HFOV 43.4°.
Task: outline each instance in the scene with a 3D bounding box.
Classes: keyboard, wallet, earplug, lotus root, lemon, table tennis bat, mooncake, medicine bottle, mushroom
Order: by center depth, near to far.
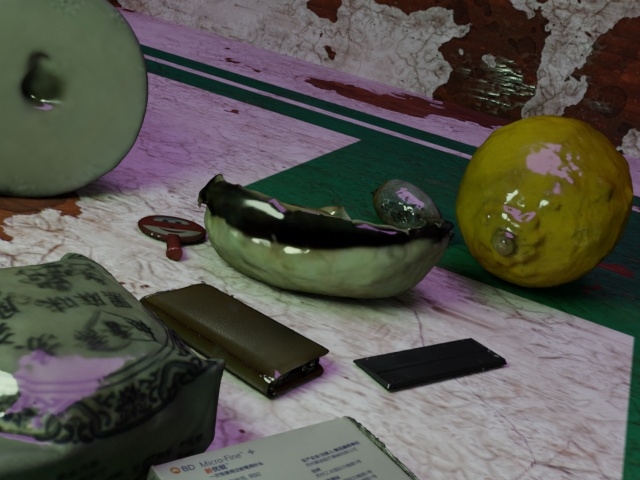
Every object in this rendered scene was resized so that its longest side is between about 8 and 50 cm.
[{"bbox_3d":[-0.011,0.211,0.617,0.201,0.052,0.171,-5,27,-40],"label":"medicine bottle"},{"bbox_3d":[-0.231,0.103,0.645,0.250,0.136,0.255,31,27,32],"label":"mooncake"},{"bbox_3d":[-0.095,0.102,0.883,0.198,0.031,0.110,25,23,30],"label":"wallet"},{"bbox_3d":[0.133,0.144,0.950,0.202,0.011,0.067,-3,24,-39],"label":"keyboard"},{"bbox_3d":[0.001,0.002,1.096,0.345,0.129,0.247,11,4,-11],"label":"mushroom"},{"bbox_3d":[-0.207,-0.008,1.129,0.098,0.019,0.154,8,18,-15],"label":"table tennis bat"},{"bbox_3d":[-0.480,-0.275,1.244,0.313,0.312,0.394,-1,23,-34],"label":"earplug"},{"bbox_3d":[0.346,-0.062,1.267,0.316,0.285,0.285,15,13,-45],"label":"lemon"},{"bbox_3d":[0.157,-0.050,1.388,0.165,0.088,0.088,36,28,27],"label":"lotus root"}]
